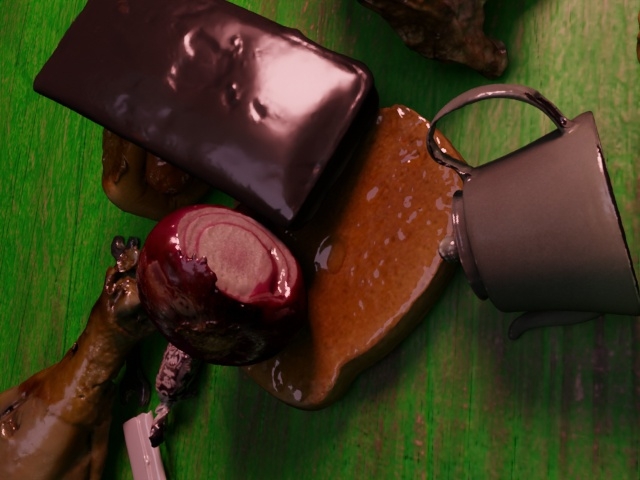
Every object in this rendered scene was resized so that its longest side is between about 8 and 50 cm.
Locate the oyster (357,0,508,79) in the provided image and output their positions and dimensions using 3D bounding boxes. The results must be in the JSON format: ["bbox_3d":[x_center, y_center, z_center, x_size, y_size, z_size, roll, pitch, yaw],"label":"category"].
[{"bbox_3d":[0.038,-0.324,0.515,0.396,0.204,0.111,65,149,6],"label":"oyster"}]

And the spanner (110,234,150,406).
[{"bbox_3d":[-0.274,0.109,0.745,0.054,0.015,0.255,-18,72,25],"label":"spanner"}]

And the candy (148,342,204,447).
[{"bbox_3d":[-0.175,0.148,0.647,0.051,0.094,0.227,18,96,12],"label":"candy"}]

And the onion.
[{"bbox_3d":[-0.097,0.036,0.534,0.135,0.173,0.198,-46,18,27],"label":"onion"}]

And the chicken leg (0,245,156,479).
[{"bbox_3d":[-0.309,0.200,0.669,0.201,0.152,0.429,36,98,24],"label":"chicken leg"}]

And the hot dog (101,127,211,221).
[{"bbox_3d":[-0.199,-0.163,0.688,0.153,0.150,0.257,-12,74,37],"label":"hot dog"}]

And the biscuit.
[{"bbox_3d":[0.001,0.000,0.590,0.287,0.057,0.344,42,101,29],"label":"biscuit"}]

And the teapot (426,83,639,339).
[{"bbox_3d":[0.167,-0.016,0.438,0.148,0.162,0.239,-15,116,31],"label":"teapot"}]

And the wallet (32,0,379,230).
[{"bbox_3d":[-0.132,-0.173,0.565,0.377,0.051,0.197,28,81,15],"label":"wallet"}]

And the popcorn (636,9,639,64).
[{"bbox_3d":[0.334,-0.148,0.331,0.249,0.225,0.250,29,128,45],"label":"popcorn"}]

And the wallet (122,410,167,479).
[{"bbox_3d":[-0.223,0.289,0.672,0.061,0.025,0.122,-34,66,32],"label":"wallet"}]
